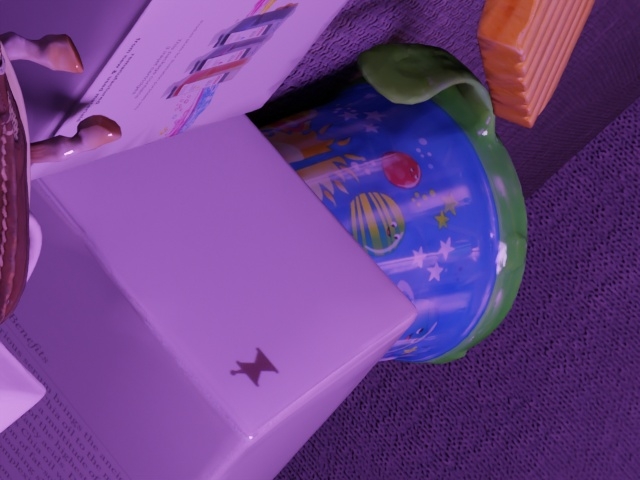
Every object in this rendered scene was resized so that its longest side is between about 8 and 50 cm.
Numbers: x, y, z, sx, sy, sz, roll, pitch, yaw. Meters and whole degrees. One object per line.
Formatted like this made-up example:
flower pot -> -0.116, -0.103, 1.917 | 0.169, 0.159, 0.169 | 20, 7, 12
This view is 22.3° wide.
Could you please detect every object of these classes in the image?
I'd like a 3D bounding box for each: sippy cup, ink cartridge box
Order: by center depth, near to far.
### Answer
ink cartridge box -> -0.078, -0.124, 0.676 | 0.127, 0.128, 0.176 | -48, 168, 32
sippy cup -> 0.000, 0.000, 1.233 | 0.240, 0.305, 0.224 | 10, -163, 43

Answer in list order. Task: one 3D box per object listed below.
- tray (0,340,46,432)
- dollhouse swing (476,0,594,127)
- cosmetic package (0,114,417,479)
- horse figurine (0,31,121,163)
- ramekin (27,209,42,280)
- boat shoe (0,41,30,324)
tray -> -0.209, 0.083, 0.737 | 0.145, 0.030, 0.270 | -38, 169, -9
dollhouse swing -> 0.277, -0.219, 0.982 | 0.347, 0.315, 0.305 | 45, 54, -79
cosmetic package -> -0.151, 0.112, 1.096 | 0.161, 0.230, 0.453 | -32, 167, -40
horse figurine -> -0.179, -0.069, 0.527 | 0.174, 0.066, 0.263 | -22, 130, 0
ramekin -> -0.240, 0.016, 0.735 | 0.207, 0.109, 0.207 | -38, 168, -10
boat shoe -> -0.134, -0.050, 0.455 | 0.095, 0.095, 0.257 | -20, 132, -12
